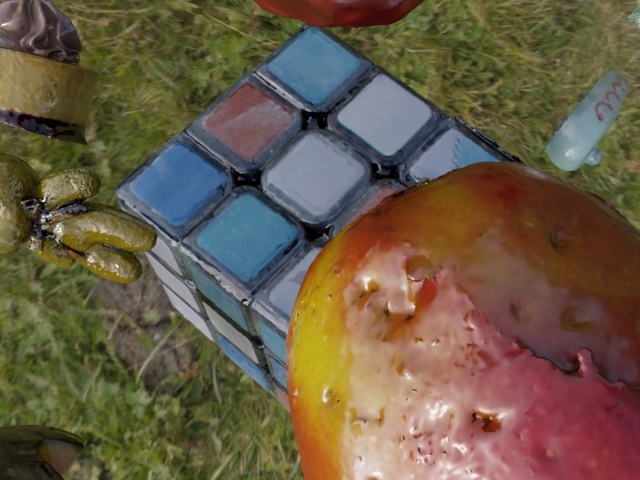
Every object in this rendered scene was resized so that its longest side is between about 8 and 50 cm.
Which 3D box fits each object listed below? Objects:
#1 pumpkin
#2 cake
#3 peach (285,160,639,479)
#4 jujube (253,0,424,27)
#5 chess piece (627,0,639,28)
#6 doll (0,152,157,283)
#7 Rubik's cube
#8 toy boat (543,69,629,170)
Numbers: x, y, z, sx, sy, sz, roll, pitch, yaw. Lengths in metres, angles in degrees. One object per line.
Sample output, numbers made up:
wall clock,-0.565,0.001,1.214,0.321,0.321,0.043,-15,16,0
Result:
pumpkin,-0.334,0.228,0.931,0.149,0.130,0.254,28,141,-12
cake,-0.391,-0.244,1.275,0.207,0.185,0.178,21,95,-9
peach,0.149,0.149,0.753,0.339,0.353,0.417,-18,79,-14
jujube,-0.025,-0.190,0.403,0.155,0.155,0.230,-39,133,7
chess piece,0.333,-0.253,0.928,0.042,0.042,0.093,20,78,-4
doll,-0.272,-0.015,0.930,0.209,0.097,0.137,22,137,-7
Rubik's cube,0.000,0.000,1.197,0.363,0.362,0.359,37,72,17
toy boat,0.416,-0.174,1.413,0.079,0.207,0.134,39,135,8
